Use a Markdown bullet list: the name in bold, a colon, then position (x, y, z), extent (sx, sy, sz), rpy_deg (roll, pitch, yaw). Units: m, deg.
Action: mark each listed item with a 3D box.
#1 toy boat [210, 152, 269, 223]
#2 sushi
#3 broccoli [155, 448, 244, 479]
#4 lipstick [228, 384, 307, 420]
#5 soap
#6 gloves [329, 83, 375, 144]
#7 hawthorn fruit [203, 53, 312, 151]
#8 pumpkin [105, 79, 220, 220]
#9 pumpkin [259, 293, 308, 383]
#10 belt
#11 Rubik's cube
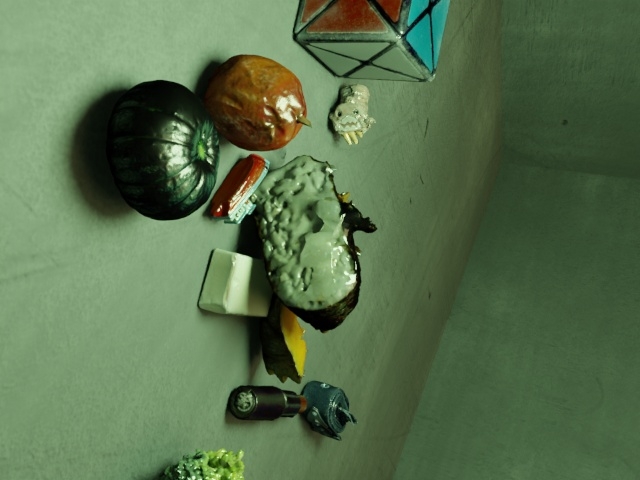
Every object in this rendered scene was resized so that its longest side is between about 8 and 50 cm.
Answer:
- **toy boat**: position (-0.147, -0.098, 1.064), extent (0.058, 0.069, 0.172), rpy_deg (53, 52, -39)
- **sushi**: position (0.000, 0.000, 1.137), extent (0.207, 0.235, 0.348), rpy_deg (52, 25, -64)
- **broccoli**: position (-0.146, 0.526, 0.977), extent (0.353, 0.397, 0.274), rpy_deg (53, 52, -48)
- **lipstick**: position (-0.113, 0.388, 1.332), extent (0.300, 0.081, 0.081), rpy_deg (32, 72, -62)
- **soap**: position (-0.158, 0.091, 1.132), extent (0.183, 0.064, 0.121), rpy_deg (23, 79, -64)
- **gloves**: position (0.078, -0.322, 1.399), extent (0.094, 0.110, 0.144), rpy_deg (34, 41, -55)
- **hawthorn fruit**: position (-0.108, -0.240, 0.970), extent (0.174, 0.179, 0.173), rpy_deg (8, 78, -43)
- **pumpkin**: position (-0.228, -0.129, 0.810), extent (0.202, 0.140, 0.201), rpy_deg (0, 90, -77)
- **pumpkin**: position (-0.099, 0.181, 1.253), extent (0.149, 0.131, 0.253), rpy_deg (47, 43, -40)
- **belt**: position (0.030, 0.486, 1.606), extent (0.122, 0.129, 0.218), rpy_deg (-65, 152, -27)
- **Rubik's cube**: position (0.127, -0.512, 1.232), extent (0.260, 0.255, 0.259), rpy_deg (9, 93, -64)
